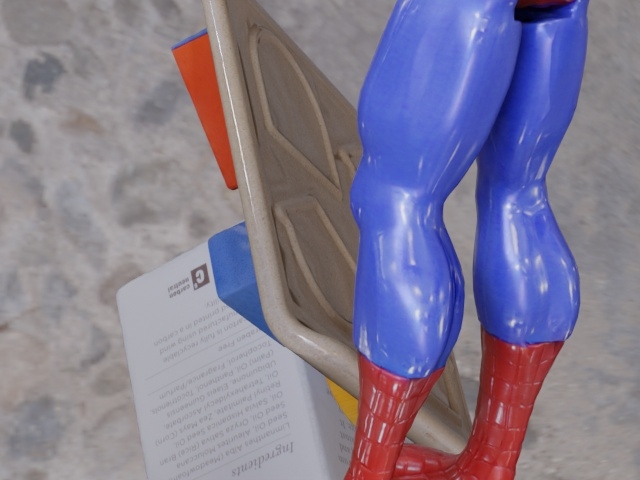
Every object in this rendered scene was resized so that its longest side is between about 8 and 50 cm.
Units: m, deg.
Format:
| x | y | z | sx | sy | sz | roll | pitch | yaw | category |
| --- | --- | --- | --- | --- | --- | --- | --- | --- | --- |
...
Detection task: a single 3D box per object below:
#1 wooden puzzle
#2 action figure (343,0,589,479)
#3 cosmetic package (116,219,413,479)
| x | y | z | sx | sy | sz | roll | pitch | yaw | category |
| --- | --- | --- | --- | --- | --- | --- | --- | --- | --- |
| 0.000 | 0.000 | 1.146 | 0.080 | 0.322 | 0.348 | -27 | 56 | 14 | wooden puzzle |
| 0.016 | -0.071 | 0.391 | 0.139 | 0.091 | 0.280 | 32 | 117 | 36 | action figure |
| -0.001 | 0.231 | 1.278 | 0.161 | 0.230 | 0.453 | -28 | 56 | 21 | cosmetic package |
